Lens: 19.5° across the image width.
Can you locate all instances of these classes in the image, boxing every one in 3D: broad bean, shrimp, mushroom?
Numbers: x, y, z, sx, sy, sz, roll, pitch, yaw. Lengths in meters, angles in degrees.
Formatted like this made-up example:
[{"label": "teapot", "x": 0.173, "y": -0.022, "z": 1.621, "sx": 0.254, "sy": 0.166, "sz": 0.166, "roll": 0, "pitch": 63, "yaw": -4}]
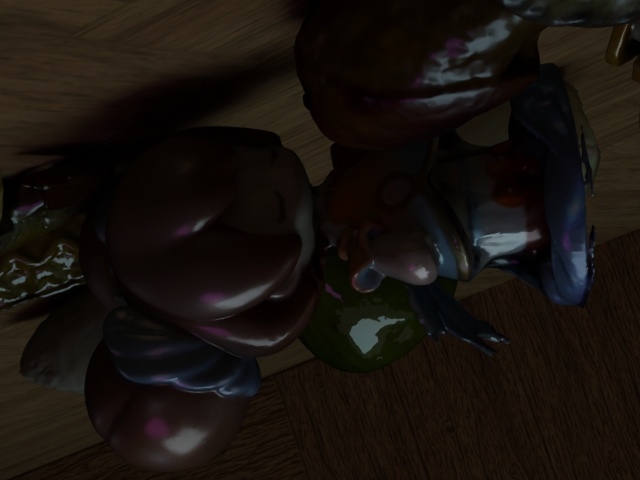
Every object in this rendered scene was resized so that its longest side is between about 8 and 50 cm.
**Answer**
[{"label": "broad bean", "x": 0.079, "y": -0.135, "z": 1.248, "sx": 0.228, "sy": 0.122, "sz": 0.156, "roll": -21, "pitch": 169, "yaw": 37}, {"label": "shrimp", "x": -0.245, "y": -0.023, "z": 1.453, "sx": 0.150, "sy": 0.068, "sz": 0.248, "roll": -31, "pitch": 176, "yaw": 16}, {"label": "mushroom", "x": -0.198, "y": 0.088, "z": 2.045, "sx": 0.350, "sy": 0.128, "sz": 0.128, "roll": -28, "pitch": 168, "yaw": 27}]

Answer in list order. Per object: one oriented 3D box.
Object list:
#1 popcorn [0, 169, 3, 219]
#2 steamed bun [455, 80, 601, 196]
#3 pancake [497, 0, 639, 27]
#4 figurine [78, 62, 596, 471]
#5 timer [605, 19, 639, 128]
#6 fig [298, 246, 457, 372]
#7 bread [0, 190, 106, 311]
[{"label": "popcorn", "x": -0.270, "y": -0.030, "z": 1.088, "sx": 0.180, "sy": 0.170, "sz": 0.180, "roll": -1, "pitch": 176, "yaw": 0}, {"label": "steamed bun", "x": 0.159, "y": -0.053, "z": 1.802, "sx": 0.238, "sy": 0.153, "sz": 0.170, "roll": -21, "pitch": 170, "yaw": -3}, {"label": "pancake", "x": 0.186, "y": -0.219, "z": 0.855, "sx": 0.286, "sy": 0.033, "sz": 0.288, "roll": -27, "pitch": 146, "yaw": -11}, {"label": "figurine", "x": 0.000, "y": -0.002, "z": 1.431, "sx": 0.388, "sy": 0.277, "sz": 0.248, "roll": -8, "pitch": 132, "yaw": -2}, {"label": "timer", "x": 0.365, "y": -0.134, "z": 1.461, "sx": 0.233, "sy": 0.240, "sz": 0.233, "roll": -51, "pitch": 159, "yaw": -28}, {"label": "fig", "x": 0.036, "y": 0.031, "z": 2.054, "sx": 0.203, "sy": 0.203, "sz": 0.225, "roll": -24, "pitch": 136, "yaw": 32}, {"label": "bread", "x": -0.262, "y": 0.020, "z": 1.608, "sx": 0.367, "sy": 0.077, "sz": 0.084, "roll": -19, "pitch": 142, "yaw": -7}]
